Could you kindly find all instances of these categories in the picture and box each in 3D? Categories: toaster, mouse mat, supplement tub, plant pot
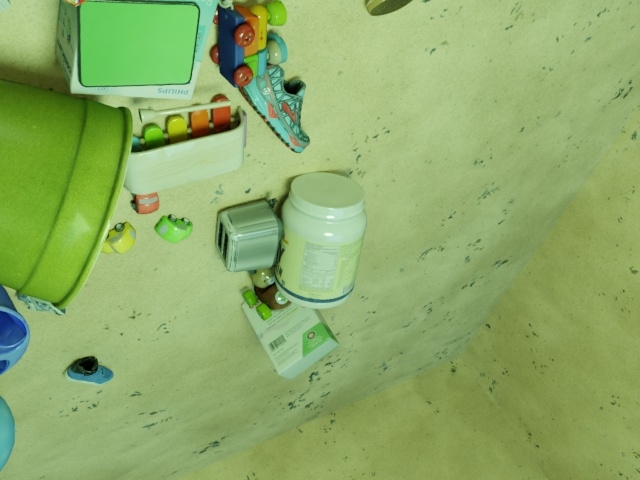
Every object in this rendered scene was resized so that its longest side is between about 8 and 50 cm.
[{"bbox_3d":[-0.193,-0.012,1.551,0.146,0.129,0.227,-14,144,-25],"label":"toaster"},{"bbox_3d":[-0.291,-0.313,0.932,0.189,0.007,0.153,-11,143,-30],"label":"mouse mat"},{"bbox_3d":[0.000,0.000,1.602,0.235,0.235,0.325,-13,129,-30],"label":"supplement tub"},{"bbox_3d":[-0.540,-0.108,0.919,0.352,0.367,0.366,19,123,-33],"label":"plant pot"}]

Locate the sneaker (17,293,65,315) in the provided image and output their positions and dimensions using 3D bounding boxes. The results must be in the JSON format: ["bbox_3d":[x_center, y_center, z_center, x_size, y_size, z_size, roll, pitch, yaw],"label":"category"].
[{"bbox_3d":[-0.681,0.149,1.414,0.058,0.052,0.135,-26,142,7],"label":"sneaker"}]

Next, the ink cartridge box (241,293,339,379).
[{"bbox_3d":[-0.100,0.272,1.877,0.201,0.278,0.117,-36,151,4],"label":"ink cartridge box"}]

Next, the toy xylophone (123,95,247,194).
[{"bbox_3d":[-0.289,-0.212,1.235,0.322,0.081,0.236,-14,143,-29],"label":"toy xylophone"}]

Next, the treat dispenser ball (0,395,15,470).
[{"bbox_3d":[-0.917,0.495,1.435,0.288,0.288,0.288,-23,147,-16],"label":"treat dispenser ball"}]

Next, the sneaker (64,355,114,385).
[{"bbox_3d":[-0.671,0.387,1.725,0.084,0.058,0.152,-39,142,26],"label":"sneaker"}]

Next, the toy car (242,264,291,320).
[{"bbox_3d":[-0.159,0.116,1.757,0.155,0.149,0.189,-35,138,-21],"label":"toy car"}]

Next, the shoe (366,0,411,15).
[{"bbox_3d":[0.188,-0.554,1.234,0.219,0.058,0.076,-31,168,3],"label":"shoe"}]

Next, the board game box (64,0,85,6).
[{"bbox_3d":[-0.398,-0.427,0.771,0.193,0.045,0.147,25,129,-4],"label":"board game box"}]

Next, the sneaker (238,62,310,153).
[{"bbox_3d":[-0.070,-0.295,1.301,0.125,0.104,0.262,-39,148,5],"label":"sneaker"}]

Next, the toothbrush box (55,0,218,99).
[{"bbox_3d":[-0.297,-0.391,0.947,0.216,0.126,0.296,-5,140,-36],"label":"toothbrush box"}]

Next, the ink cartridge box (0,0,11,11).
[{"bbox_3d":[-0.522,-0.361,0.876,0.083,0.028,0.048,-31,148,-5],"label":"ink cartridge box"}]

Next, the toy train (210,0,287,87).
[{"bbox_3d":[-0.124,-0.422,1.091,0.143,0.105,0.248,-28,149,-28],"label":"toy train"}]

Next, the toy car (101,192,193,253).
[{"bbox_3d":[-0.399,-0.034,1.405,0.239,0.053,0.225,-48,145,22],"label":"toy car"}]

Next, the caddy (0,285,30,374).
[{"bbox_3d":[-0.797,0.200,1.214,0.341,0.179,0.241,18,112,-52],"label":"caddy"}]
